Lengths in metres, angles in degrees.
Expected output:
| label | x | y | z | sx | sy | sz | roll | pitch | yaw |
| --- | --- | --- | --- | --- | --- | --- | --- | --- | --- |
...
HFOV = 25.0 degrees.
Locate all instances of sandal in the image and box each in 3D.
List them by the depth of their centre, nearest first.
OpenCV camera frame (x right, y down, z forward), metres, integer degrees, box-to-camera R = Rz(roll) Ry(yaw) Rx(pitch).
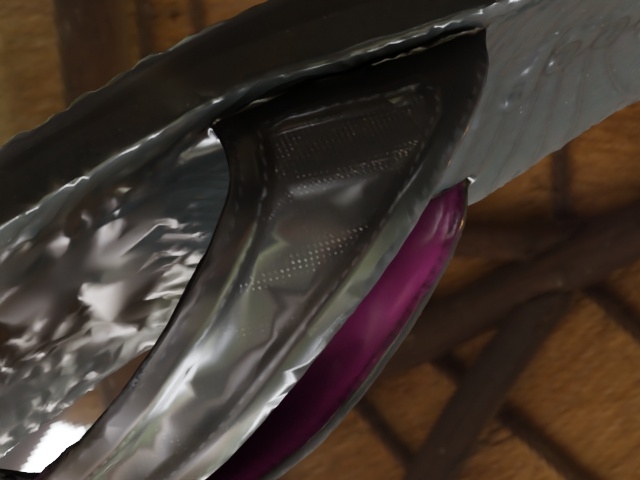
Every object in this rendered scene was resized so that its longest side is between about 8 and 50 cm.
| label | x | y | z | sx | sy | sz | roll | pitch | yaw |
| --- | --- | --- | --- | --- | --- | --- | --- | --- | --- |
| sandal | 0.001 | -0.002 | 0.483 | 0.107 | 0.446 | 0.167 | 55 | -10 | 21 |
